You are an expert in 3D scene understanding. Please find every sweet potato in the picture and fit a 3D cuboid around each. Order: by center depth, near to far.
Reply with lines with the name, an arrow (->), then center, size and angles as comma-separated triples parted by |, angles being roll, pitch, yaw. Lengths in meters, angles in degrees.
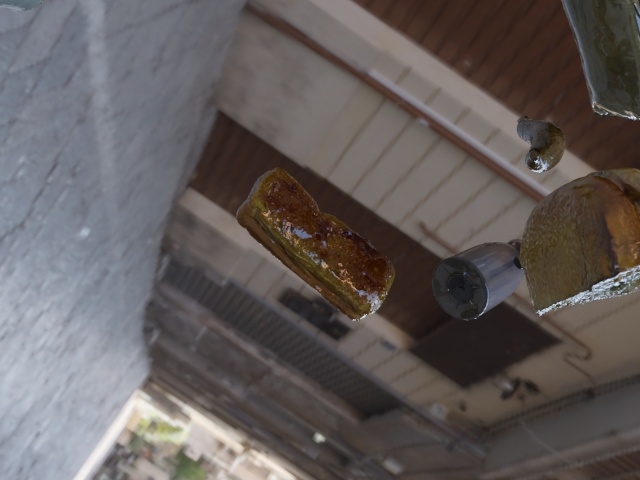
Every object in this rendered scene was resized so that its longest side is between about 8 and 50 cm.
sweet potato -> 0.349, -0.159, 1.651 | 0.069, 0.059, 0.249 | -19, -159, 13

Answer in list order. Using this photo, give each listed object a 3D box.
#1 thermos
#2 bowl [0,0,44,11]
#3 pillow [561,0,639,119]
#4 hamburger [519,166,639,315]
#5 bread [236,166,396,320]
thermos -> 0.291, 0.047, 1.698 | 0.193, 0.105, 0.137 | -20, 174, -45
bowl -> -0.589, -0.512, 1.688 | 0.158, 0.337, 0.337 | -34, 168, -40
pillow -> 0.471, -0.332, 1.708 | 0.075, 0.302, 0.185 | -28, -157, -16
hamburger -> 0.341, -0.008, 1.248 | 0.283, 0.144, 0.156 | 130, -44, -69
bread -> -0.001, 0.001, 1.647 | 0.077, 0.271, 0.139 | -39, -166, 42
